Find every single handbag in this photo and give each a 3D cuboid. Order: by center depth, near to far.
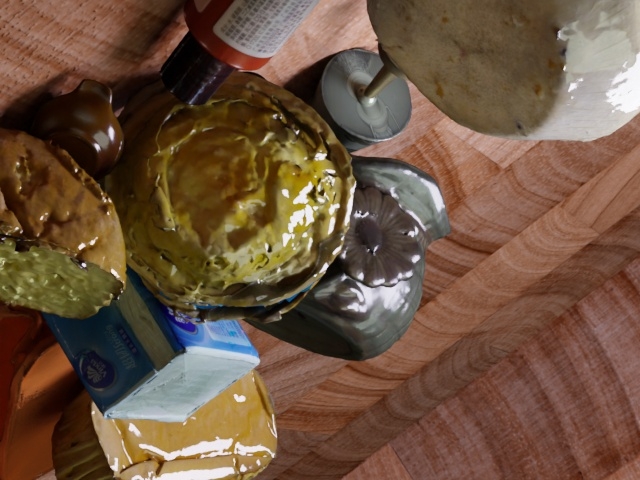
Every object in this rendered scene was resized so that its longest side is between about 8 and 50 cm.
[{"bbox_3d":[-0.306,0.149,2.235,0.303,0.116,0.410,-27,160,-27],"label":"handbag"}]

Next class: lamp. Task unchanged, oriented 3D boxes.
[{"bbox_3d":[0.062,-0.178,2.012,0.121,0.121,0.215,-21,167,-31],"label":"lamp"}]

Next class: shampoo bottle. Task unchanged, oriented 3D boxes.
[{"bbox_3d":[-0.064,-0.243,1.703,0.104,0.104,0.278,-7,148,-51],"label":"shampoo bottle"}]

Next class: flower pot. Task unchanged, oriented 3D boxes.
[{"bbox_3d":[0.000,0.000,2.036,0.302,0.302,0.213,75,38,-69],"label":"flower pot"}]

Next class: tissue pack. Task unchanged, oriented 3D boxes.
[{"bbox_3d":[-0.217,0.063,1.938,0.146,0.263,0.198,-38,160,14],"label":"tissue pack"}]

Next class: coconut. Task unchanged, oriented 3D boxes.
[{"bbox_3d":[0.236,-0.291,1.730,0.360,0.346,0.346,-44,169,-34],"label":"coconut"}]

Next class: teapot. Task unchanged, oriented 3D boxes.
[{"bbox_3d":[-0.248,-0.114,1.772,0.098,0.078,0.129,19,140,-9],"label":"teapot"}]

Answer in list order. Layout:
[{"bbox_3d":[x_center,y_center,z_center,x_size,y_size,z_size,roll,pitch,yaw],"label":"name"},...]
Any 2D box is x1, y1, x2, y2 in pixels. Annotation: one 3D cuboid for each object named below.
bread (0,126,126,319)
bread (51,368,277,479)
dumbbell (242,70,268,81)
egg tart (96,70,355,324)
[{"bbox_3d":[-0.320,-0.025,1.727,0.261,0.147,0.160,13,151,-16],"label":"bread"},{"bbox_3d":[-0.208,0.247,2.196,0.288,0.204,0.156,-15,170,-44],"label":"bread"},{"bbox_3d":[-0.079,-0.149,1.945,0.069,0.069,0.147,-34,160,2],"label":"dumbbell"},{"bbox_3d":[-0.102,-0.050,1.804,0.291,0.291,0.107,-30,173,-9],"label":"egg tart"}]
